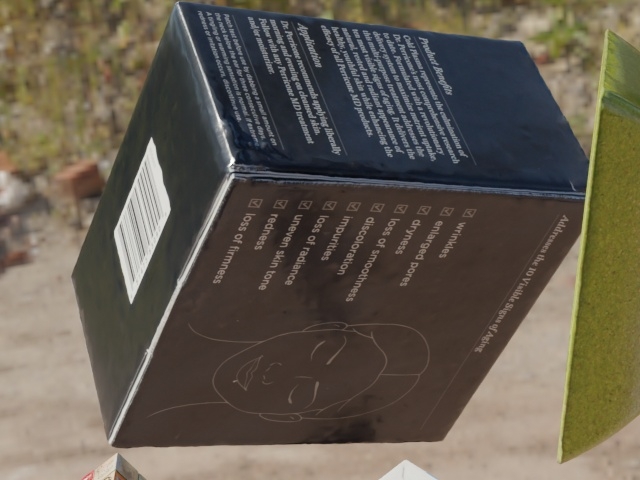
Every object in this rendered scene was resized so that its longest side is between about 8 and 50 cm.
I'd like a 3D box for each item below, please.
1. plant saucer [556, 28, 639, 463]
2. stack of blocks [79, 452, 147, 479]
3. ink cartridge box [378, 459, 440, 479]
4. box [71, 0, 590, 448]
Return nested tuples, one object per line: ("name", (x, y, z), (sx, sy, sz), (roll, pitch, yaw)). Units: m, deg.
("plant saucer", (0.158, -0.001, 0.841), (0.045, 0.188, 0.188), (7, 18, 9))
("stack of blocks", (-0.240, 0.453, 2.210), (0.171, 0.297, 0.087), (-38, 21, 14))
("ink cartridge box", (0.155, 0.409, 2.278), (0.062, 0.181, 0.104), (-35, 33, -21))
("box", (0.000, 0.000, 1.964), (0.472, 0.480, 0.297), (4, 45, -26))
